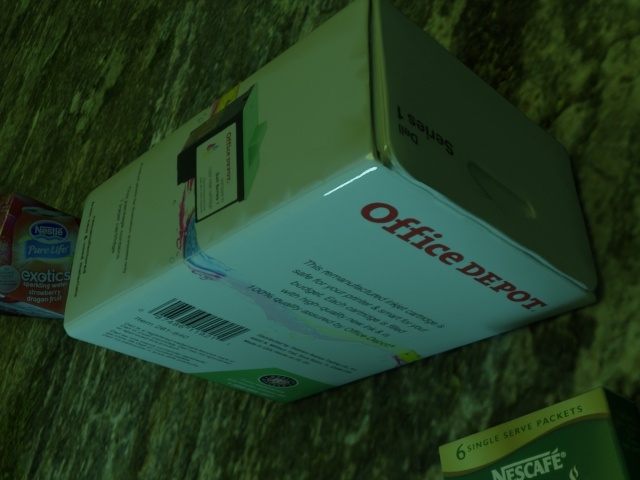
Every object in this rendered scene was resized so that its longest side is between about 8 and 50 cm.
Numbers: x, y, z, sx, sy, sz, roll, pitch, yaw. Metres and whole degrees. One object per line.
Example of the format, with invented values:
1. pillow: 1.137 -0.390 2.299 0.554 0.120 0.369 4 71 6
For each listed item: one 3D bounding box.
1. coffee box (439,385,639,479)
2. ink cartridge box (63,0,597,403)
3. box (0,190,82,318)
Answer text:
1. coffee box: 0.124 0.178 0.406 0.113 0.040 0.184 -31 48 35
2. ink cartridge box: 0.000 0.000 0.523 0.278 0.201 0.117 -26 51 38
3. box: -0.401 0.025 1.039 0.256 0.128 0.123 -5 66 49
